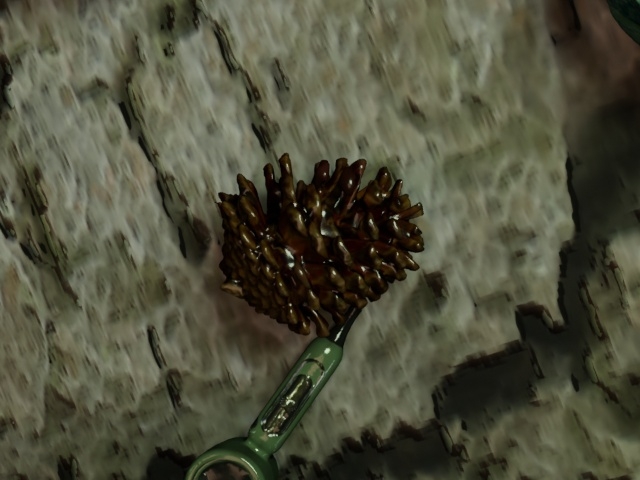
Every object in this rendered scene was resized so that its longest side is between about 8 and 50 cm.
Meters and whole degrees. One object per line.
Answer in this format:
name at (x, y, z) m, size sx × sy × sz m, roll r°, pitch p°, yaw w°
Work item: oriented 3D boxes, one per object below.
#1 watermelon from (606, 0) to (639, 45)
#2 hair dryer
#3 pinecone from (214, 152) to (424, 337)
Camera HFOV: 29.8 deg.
watermelon at (0.195, -0.109, 0.569) m, size 0.094 × 0.081 × 0.180 m, roll -39°, pitch 104°, yaw 4°
hair dryer at (-0.021, 0.093, 0.682) m, size 0.047 × 0.071 × 0.150 m, roll 33°, pitch 91°, yaw 4°
pinecone at (0.001, 0.004, 0.636) m, size 0.109 × 0.102 × 0.102 m, roll -3°, pitch 100°, yaw 7°
